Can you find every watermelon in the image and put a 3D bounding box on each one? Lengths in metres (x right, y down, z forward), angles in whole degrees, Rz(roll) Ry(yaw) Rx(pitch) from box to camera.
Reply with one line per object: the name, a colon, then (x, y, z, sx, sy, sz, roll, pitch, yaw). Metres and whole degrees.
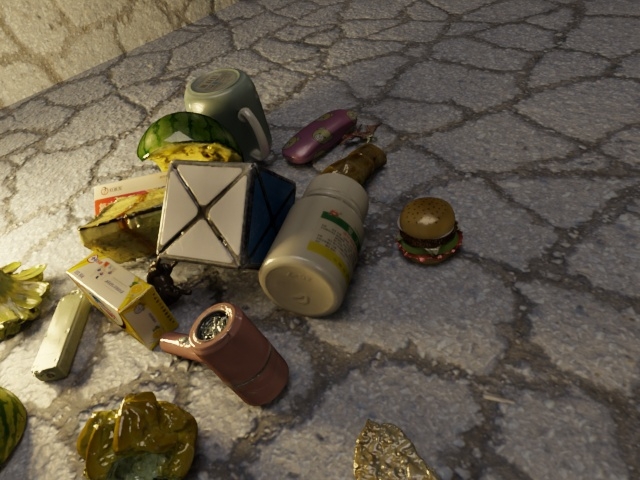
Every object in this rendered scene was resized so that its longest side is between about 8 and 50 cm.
watermelon: (-0.777, 0.383, 1.150, 0.303, 0.128, 0.159, 23, 54, 35)
watermelon: (-0.412, -0.306, 1.624, 0.331, 0.331, 0.189, -15, 82, 0)

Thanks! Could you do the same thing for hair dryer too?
hair dryer: (-0.257, 0.234, 1.135, 0.353, 0.210, 0.125, 0, 47, 37)

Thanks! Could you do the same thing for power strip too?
power strip: (-0.661, 0.242, 1.330, 0.078, 0.052, 0.272, -11, 41, 4)

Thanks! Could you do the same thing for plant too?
plant: (-0.914, 0.147, 1.409, 0.306, 0.297, 0.261, 1, 73, -6)

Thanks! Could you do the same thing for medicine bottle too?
medicine bottle: (0.000, 0.000, 1.292, 0.208, 0.208, 0.339, 5, 45, 20)

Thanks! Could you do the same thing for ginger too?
ginger: (0.092, -0.206, 1.574, 0.263, 0.116, 0.109, -36, 87, -29)

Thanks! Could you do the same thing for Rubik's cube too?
Rubik's cube: (-0.234, -0.057, 1.322, 0.255, 0.259, 0.260, 5, 85, 22)

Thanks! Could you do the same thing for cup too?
cup: (-0.297, -0.413, 1.776, 0.259, 0.274, 0.357, -35, 45, -21)

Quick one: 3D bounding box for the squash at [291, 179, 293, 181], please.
squash: (-0.138, -0.080, 1.524, 0.066, 0.066, 0.252, 16, 50, 29)

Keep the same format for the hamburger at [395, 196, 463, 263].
hamburger: (0.271, -0.034, 1.309, 0.175, 0.137, 0.175, -10, 42, 10)

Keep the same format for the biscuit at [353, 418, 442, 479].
biscuit: (0.145, 0.438, 0.902, 0.141, 0.038, 0.290, -31, 43, -17)

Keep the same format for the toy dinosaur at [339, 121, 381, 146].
toy dinosaur: (0.146, -0.366, 1.785, 0.220, 0.032, 0.108, -30, 40, -31)

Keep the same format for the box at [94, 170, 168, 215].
box: (-0.510, -0.096, 1.581, 0.353, 0.069, 0.214, -10, 71, 2)

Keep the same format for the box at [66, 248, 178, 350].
box: (-0.501, 0.146, 1.308, 0.265, 0.168, 0.097, 24, 57, 33)

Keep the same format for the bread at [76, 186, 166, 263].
bread: (-0.500, -0.075, 1.410, 0.264, 0.236, 0.198, -18, 79, 1)

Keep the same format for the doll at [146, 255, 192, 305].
doll: (-0.415, 0.111, 1.364, 0.057, 0.165, 0.139, -13, 74, -45)

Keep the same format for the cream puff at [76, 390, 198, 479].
cream puff: (-0.357, 0.381, 1.006, 0.221, 0.194, 0.194, -17, 42, -8)

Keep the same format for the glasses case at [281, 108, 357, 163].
glasses case: (-0.001, -0.364, 1.788, 0.123, 0.075, 0.316, 26, 55, 36)
